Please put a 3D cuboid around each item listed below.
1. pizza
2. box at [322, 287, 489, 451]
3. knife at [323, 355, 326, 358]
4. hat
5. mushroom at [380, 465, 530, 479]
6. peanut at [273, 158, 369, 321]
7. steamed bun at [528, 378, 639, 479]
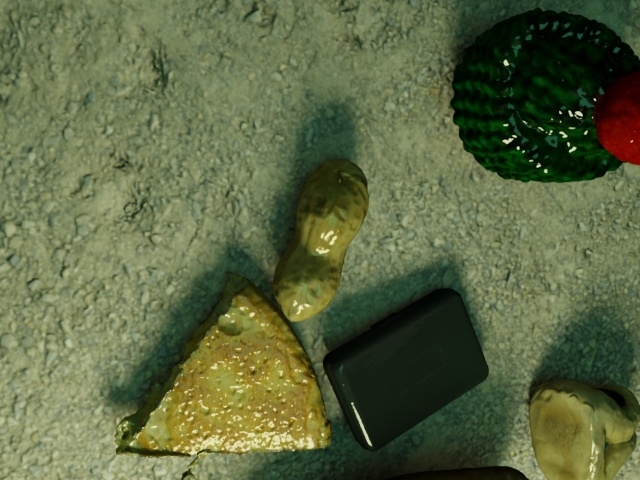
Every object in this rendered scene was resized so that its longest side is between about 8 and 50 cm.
[{"bbox_3d":[-0.150,0.203,1.123,0.287,0.075,0.280,-22,100,-10],"label":"pizza"},{"bbox_3d":[0.127,0.185,1.194,0.230,0.050,0.160,-28,105,-19],"label":"box"},{"bbox_3d":[0.073,0.215,1.213,0.184,0.026,0.022,39,126,-20],"label":"knife"},{"bbox_3d":[0.345,-0.187,1.071,0.274,0.332,0.242,-14,104,-16],"label":"hat"},{"bbox_3d":[0.103,0.438,1.180,0.313,0.224,0.397,41,78,-4],"label":"mushroom"},{"bbox_3d":[0.000,0.000,1.116,0.103,0.098,0.230,17,91,-55],"label":"peanut"},{"bbox_3d":[0.423,0.286,1.278,0.155,0.140,0.172,-10,104,-28],"label":"steamed bun"}]
